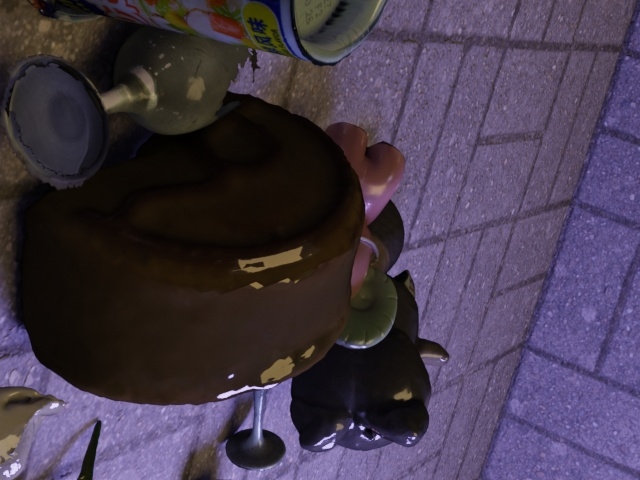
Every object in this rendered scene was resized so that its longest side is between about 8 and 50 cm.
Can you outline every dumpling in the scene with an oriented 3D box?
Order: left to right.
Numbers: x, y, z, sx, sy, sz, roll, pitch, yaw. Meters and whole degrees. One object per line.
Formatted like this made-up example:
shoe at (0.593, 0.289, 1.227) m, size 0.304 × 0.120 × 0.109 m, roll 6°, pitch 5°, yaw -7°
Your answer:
dumpling at (-0.371, 0.217, 1.385) m, size 0.155 × 0.181 × 0.111 m, roll 138°, pitch -47°, yaw -67°

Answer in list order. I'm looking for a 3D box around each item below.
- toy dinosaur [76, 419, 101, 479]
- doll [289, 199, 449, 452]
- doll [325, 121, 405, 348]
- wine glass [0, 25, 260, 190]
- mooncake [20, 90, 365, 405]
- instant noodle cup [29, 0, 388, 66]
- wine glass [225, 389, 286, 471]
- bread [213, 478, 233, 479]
toy dinosaur at (-0.278, 0.476, 1.626) m, size 0.301 × 0.087 × 0.447 m, roll 36°, pitch 61°, yaw -24°
doll at (0.048, 0.153, 2.055) m, size 0.382 × 0.252 × 0.378 m, roll -83°, pitch 154°, yaw -59°
doll at (0.000, 0.000, 1.812) m, size 0.216 × 0.284 × 0.268 m, roll -48°, pitch -158°, yaw 47°
wine glass at (-0.193, -0.167, 1.394) m, size 0.321 × 0.143 × 0.143 m, roll -34°, pitch 140°, yaw -52°
mooncake at (-0.147, -0.007, 1.516) m, size 0.394 × 0.393 × 0.246 m, roll -103°, pitch -164°, yaw -55°
instant noodle cup at (-0.098, -0.304, 1.254) m, size 0.284 × 0.312 × 0.284 m, roll -44°, pitch 146°, yaw -40°
wine glass at (-0.108, 0.247, 1.887) m, size 0.264 × 0.096 × 0.309 m, roll -68°, pitch 166°, yaw -56°
bread at (-0.169, 0.482, 2.022) m, size 0.140 × 0.106 × 0.236 m, roll -28°, pitch 134°, yaw -53°
